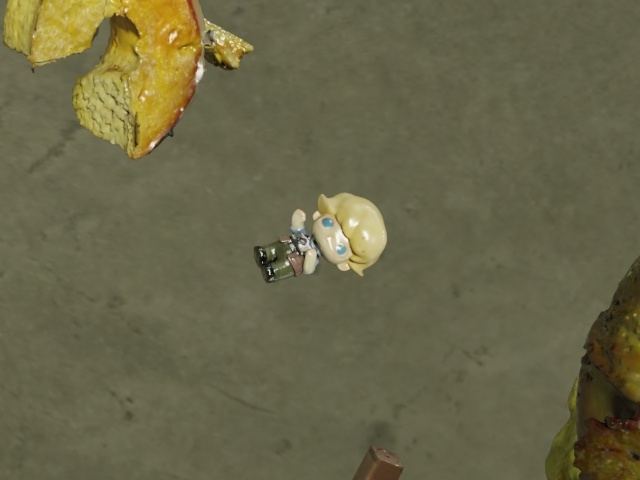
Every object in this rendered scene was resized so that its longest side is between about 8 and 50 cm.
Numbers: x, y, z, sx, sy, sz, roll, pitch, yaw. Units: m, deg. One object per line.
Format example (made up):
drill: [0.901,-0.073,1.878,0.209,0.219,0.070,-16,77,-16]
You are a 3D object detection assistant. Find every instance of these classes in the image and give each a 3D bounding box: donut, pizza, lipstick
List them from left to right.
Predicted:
donut: [-0.158,-0.160,0.936,0.146,0.078,0.181,-60,142,-12]
pizza: [-0.159,-0.272,1.689,0.046,0.134,0.175,-62,153,-1]
lipstick: [0.055,0.341,1.610,0.045,0.045,0.145,22,101,-20]

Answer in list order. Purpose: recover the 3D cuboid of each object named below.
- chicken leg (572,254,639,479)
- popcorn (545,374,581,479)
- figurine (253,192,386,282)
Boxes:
chicken leg: [0.198,0.038,0.635,0.211,0.140,0.361,-44,132,-35]
popcorn: [0.312,0.224,1.113,0.235,0.241,0.250,-60,162,-1]
figurine: [0.000,0.000,1.809,0.196,0.114,0.108,-15,144,-20]
